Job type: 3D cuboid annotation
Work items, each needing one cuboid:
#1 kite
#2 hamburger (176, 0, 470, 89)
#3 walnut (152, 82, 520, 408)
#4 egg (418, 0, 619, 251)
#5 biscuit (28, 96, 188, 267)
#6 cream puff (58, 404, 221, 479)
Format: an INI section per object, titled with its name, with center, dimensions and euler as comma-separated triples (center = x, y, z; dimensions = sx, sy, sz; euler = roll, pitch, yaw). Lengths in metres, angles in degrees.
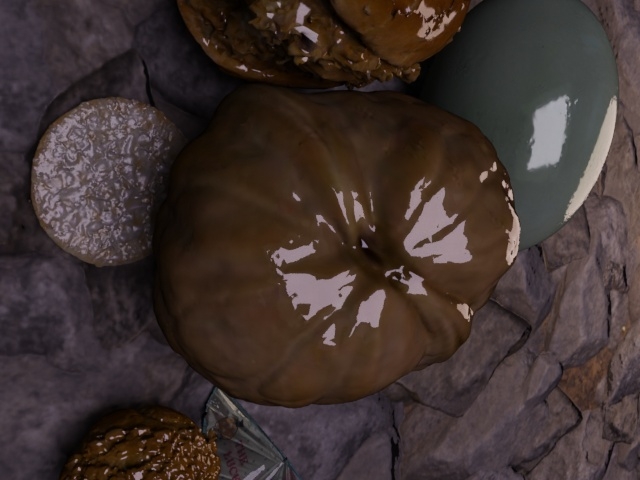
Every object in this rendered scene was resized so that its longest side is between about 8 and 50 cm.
[kite]
center = -0.120, 0.309, 0.687
dimensions = 0.314, 0.011, 0.335
euler = 9, 93, -33
[hamburger]
center = 0.006, -0.230, 0.530
dimensions = 0.245, 0.211, 0.260
euler = 49, 55, -25
[walnut]
center = 0.000, 0.000, 0.553
dimensions = 0.296, 0.285, 0.285
euler = -40, 117, -11
[egg]
center = 0.201, -0.124, 0.694
dimensions = 0.203, 0.203, 0.282
euler = 6, 97, -33
[biscuit]
center = -0.178, -0.051, 0.578
dimensions = 0.152, 0.020, 0.152
euler = -6, 102, -32
[cream puff]
center = -0.159, 0.215, 0.583
dimensions = 0.144, 0.103, 0.126
euler = 3, 89, -21
